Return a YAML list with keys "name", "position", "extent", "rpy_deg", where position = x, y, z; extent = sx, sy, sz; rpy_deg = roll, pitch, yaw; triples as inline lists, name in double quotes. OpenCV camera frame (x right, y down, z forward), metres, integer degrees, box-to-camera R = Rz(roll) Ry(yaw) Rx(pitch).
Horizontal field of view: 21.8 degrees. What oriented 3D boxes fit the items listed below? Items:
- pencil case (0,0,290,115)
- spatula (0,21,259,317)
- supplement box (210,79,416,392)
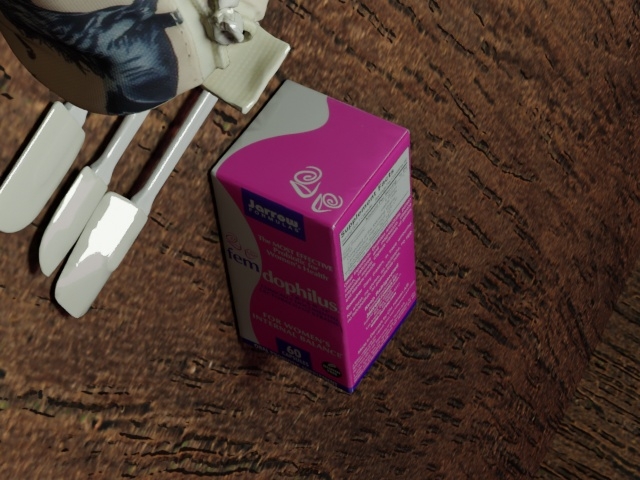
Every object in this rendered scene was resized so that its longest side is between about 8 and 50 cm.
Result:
- name: "pencil case"
  position: [-0.136, -0.201, 0.683]
  extent: [0.160, 0.183, 0.410]
  rpy_deg: [-61, 157, -11]
- name: "spatula"
  position: [-0.120, -0.079, 1.068]
  extent: [0.242, 0.019, 0.168]
  rpy_deg: [-60, 152, -16]
- name: "supplement box"
  position: [0.000, 0.000, 1.290]
  extent: [0.114, 0.111, 0.220]
  rpy_deg: [-52, 153, -31]
